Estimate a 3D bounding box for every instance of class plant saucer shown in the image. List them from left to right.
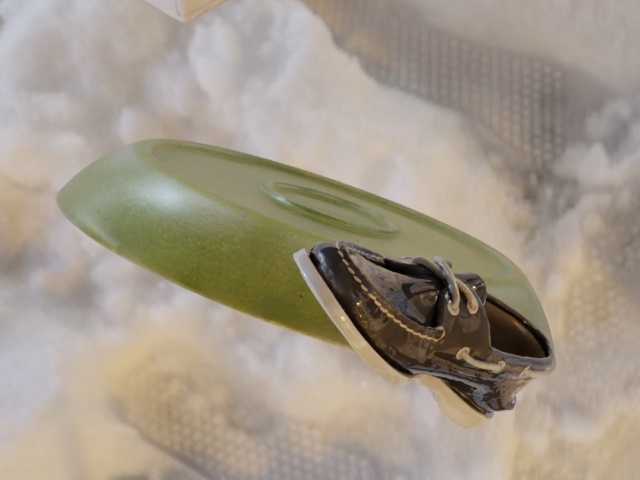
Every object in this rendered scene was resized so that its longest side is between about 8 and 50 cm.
[{"bbox_3d":[0.000,0.000,0.747,0.241,0.241,0.037,23,100,16],"label":"plant saucer"}]

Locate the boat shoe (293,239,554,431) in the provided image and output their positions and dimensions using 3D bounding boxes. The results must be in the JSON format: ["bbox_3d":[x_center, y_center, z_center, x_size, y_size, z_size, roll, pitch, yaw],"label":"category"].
[{"bbox_3d":[0.035,0.024,0.490,0.038,0.125,0.046,-36,54,12],"label":"boat shoe"}]

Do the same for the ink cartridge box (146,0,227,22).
[{"bbox_3d":[-0.009,-0.236,0.492,0.270,0.197,0.198,-34,47,-27],"label":"ink cartridge box"}]
